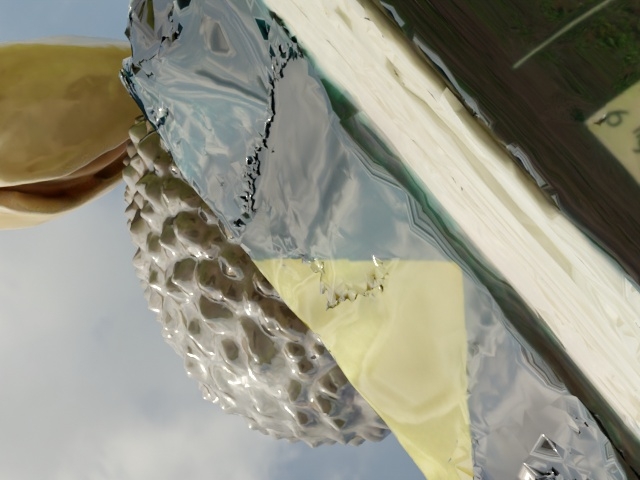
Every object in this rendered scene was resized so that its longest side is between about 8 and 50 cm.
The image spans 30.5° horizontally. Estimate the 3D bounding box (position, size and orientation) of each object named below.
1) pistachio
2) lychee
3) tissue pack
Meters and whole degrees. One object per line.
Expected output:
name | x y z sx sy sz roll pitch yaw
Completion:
pistachio | -0.289 -0.116 1.189 0.318 0.193 0.214 -24 -125 -35
lychee | 0.000 0.000 1.130 0.380 0.432 0.380 -31 -154 18
tissue pack | 0.134 -0.030 0.491 0.264 0.253 0.416 -32 -105 -26
